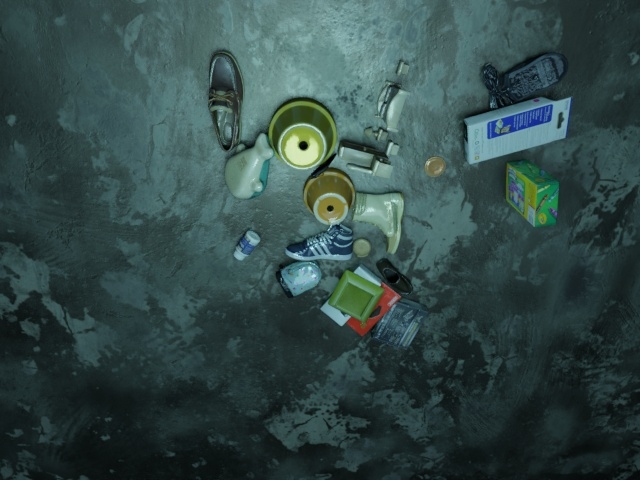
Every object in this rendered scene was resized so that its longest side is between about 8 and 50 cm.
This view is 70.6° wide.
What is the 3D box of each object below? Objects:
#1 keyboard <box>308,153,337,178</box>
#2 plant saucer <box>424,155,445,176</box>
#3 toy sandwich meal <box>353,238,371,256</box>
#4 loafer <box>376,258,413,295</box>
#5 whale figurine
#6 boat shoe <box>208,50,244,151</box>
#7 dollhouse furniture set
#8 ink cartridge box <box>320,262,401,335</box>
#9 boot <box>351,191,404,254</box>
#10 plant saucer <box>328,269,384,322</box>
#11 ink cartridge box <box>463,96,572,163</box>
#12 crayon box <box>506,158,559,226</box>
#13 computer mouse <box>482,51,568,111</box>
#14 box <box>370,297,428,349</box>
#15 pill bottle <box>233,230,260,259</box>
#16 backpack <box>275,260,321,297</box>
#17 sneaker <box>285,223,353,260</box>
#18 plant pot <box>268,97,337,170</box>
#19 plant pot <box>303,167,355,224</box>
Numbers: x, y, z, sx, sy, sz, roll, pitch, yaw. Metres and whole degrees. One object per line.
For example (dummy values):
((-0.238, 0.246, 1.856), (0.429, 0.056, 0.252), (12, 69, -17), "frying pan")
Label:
((0.015, -0.265, 1.674), (0.100, 0.192, 0.038), (-30, 104, 24), "keyboard")
((0.450, -0.289, 1.772), (0.084, 0.013, 0.083), (-1, 115, -1), "plant saucer")
((0.176, 0.029, 1.913), (0.086, 0.029, 0.085), (2, 109, 7), "toy sandwich meal")
((0.322, 0.174, 1.958), (0.080, 0.078, 0.220), (-42, 110, 17), "loafer")
((-0.239, -0.269, 1.663), (0.141, 0.216, 0.272), (-2, 147, -45), "whale figurine")
((-0.336, -0.481, 1.593), (0.124, 0.123, 0.341), (3, 116, -3), "boat shoe")
((0.187, -0.432, 1.535), (0.174, 0.303, 0.355), (12, 114, -7), "dollhouse furniture set")
((0.175, 0.275, 1.986), (0.239, 0.060, 0.275), (40, 109, -2), "ink cartridge box")
((0.225, -0.070, 1.827), (0.204, 0.095, 0.261), (1, 114, -3), "boot")
((0.148, 0.248, 1.927), (0.188, 0.045, 0.188), (27, 109, 2), "plant saucer")
((0.720, -0.413, 1.666), (0.372, 0.069, 0.175), (-14, 134, 7), "ink cartridge box")
((0.783, -0.183, 1.687), (0.081, 0.278, 0.165), (-9, 116, 4), "crayon box")
((0.728, -0.584, 1.612), (0.273, 0.072, 0.188), (-18, 118, 20), "computer mouse")
((0.360, 0.376, 2.070), (0.183, 0.056, 0.230), (18, 114, -11), "box")
((-0.308, 0.023, 1.871), (0.067, 0.067, 0.120), (34, 110, -16), "pill bottle")
((-0.083, 0.157, 1.919), (0.182, 0.115, 0.151), (-26, 111, 8), "backpack")
((0.000, 0.000, 1.851), (0.283, 0.099, 0.153), (2, 121, -10), "sneaker")
((-0.062, -0.359, 1.598), (0.254, 0.239, 0.253), (-1, 116, -2), "plant pot")
((0.036, -0.155, 1.728), (0.205, 0.188, 0.204), (-1, 116, -1), "plant pot")
